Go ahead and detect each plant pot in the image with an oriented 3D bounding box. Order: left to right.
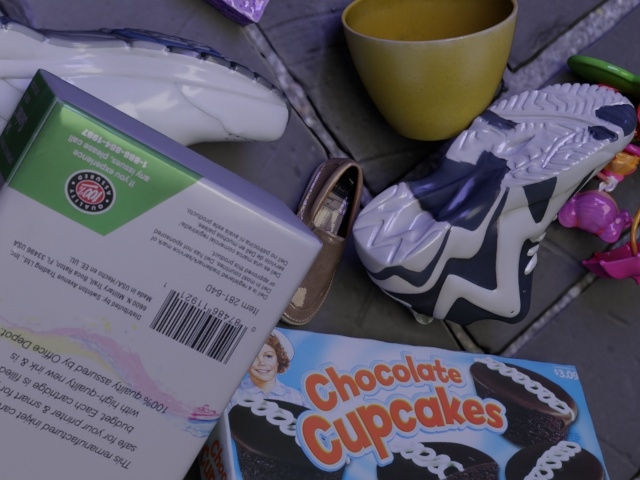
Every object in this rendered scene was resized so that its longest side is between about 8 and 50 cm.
[{"bbox_3d":[0.087,-0.134,1.205,0.134,0.134,0.095,-20,121,-24],"label":"plant pot"}]

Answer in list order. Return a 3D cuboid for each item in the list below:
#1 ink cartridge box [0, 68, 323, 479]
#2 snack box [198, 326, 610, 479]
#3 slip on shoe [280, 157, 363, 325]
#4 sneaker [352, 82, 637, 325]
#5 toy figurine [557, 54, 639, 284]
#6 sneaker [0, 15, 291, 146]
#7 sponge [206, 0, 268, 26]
[{"bbox_3d":[-0.162,0.060,1.030,0.201,0.117,0.278,29,96,-23],"label":"ink cartridge box"},{"bbox_3d":[0.067,0.167,1.160,0.322,0.060,0.187,9,49,-25],"label":"snack box"},{"bbox_3d":[0.000,0.000,1.195,0.051,0.041,0.135,28,77,-22],"label":"slip on shoe"},{"bbox_3d":[0.148,-0.014,1.214,0.235,0.094,0.153,-37,142,-7],"label":"sneaker"},{"bbox_3d":[0.254,-0.048,1.290,0.173,0.130,0.159,24,87,0],"label":"toy figurine"},{"bbox_3d":[-0.166,-0.090,1.102,0.297,0.111,0.129,4,100,-20],"label":"sneaker"},{"bbox_3d":[-0.051,-0.280,1.188,0.117,0.031,0.210,33,75,-20],"label":"sponge"}]
